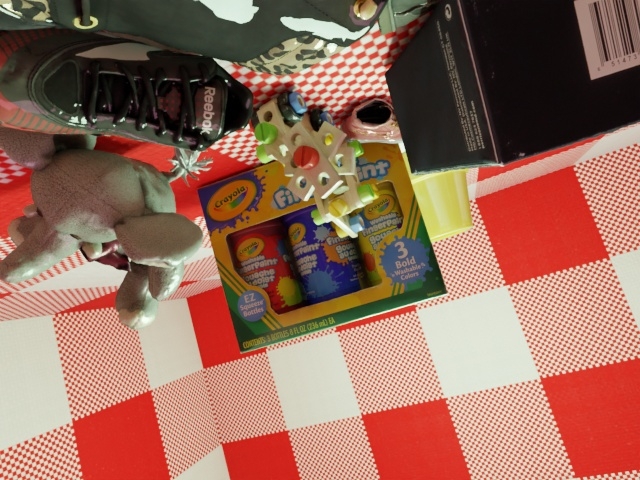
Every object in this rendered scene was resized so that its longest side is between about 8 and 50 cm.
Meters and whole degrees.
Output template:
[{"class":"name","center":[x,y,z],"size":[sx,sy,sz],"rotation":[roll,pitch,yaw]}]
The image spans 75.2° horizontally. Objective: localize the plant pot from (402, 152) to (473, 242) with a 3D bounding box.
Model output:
[{"class":"plant pot","center":[0.316,-0.122,1.185],"size":[0.253,0.239,0.254],"rotation":[-17,171,-3]}]

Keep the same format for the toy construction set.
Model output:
[{"class":"toy construction set","center":[-0.006,-0.118,0.675],"size":[0.151,0.215,0.327],"rotation":[-19,171,12]}]

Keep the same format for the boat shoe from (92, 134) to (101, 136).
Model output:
[{"class":"boat shoe","center":[-0.250,-0.151,0.476],"size":[0.084,0.079,0.233],"rotation":[-21,173,28]}]

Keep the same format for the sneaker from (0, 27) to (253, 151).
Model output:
[{"class":"sneaker","center":[-0.168,-0.140,0.395],"size":[0.135,0.098,0.276],"rotation":[22,-159,25]}]

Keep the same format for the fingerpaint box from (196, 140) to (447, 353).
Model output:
[{"class":"fingerpaint box","center":[0.000,0.000,0.916],"size":[0.444,0.371,0.163],"rotation":[-17,173,8]}]

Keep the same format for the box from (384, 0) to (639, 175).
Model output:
[{"class":"box","center":[0.266,-0.210,0.519],"size":[0.296,0.183,0.294],"rotation":[-18,-173,-2]}]

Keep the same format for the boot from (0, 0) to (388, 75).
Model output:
[{"class":"boot","center":[-0.055,-0.216,0.223],"size":[0.284,0.138,0.377],"rotation":[-7,171,-43]}]

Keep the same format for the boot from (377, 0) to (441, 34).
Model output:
[{"class":"boot","center":[0.148,-0.283,0.396],"size":[0.208,0.076,0.189],"rotation":[-12,-173,13]}]

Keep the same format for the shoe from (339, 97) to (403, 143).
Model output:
[{"class":"shoe","center":[0.129,-0.222,0.775],"size":[0.177,0.064,0.081],"rotation":[-9,175,-16]}]

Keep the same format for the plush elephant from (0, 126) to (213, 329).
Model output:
[{"class":"plush elephant","center":[-0.301,-0.031,0.561],"size":[0.330,0.272,0.255],"rotation":[-46,-178,7]}]
